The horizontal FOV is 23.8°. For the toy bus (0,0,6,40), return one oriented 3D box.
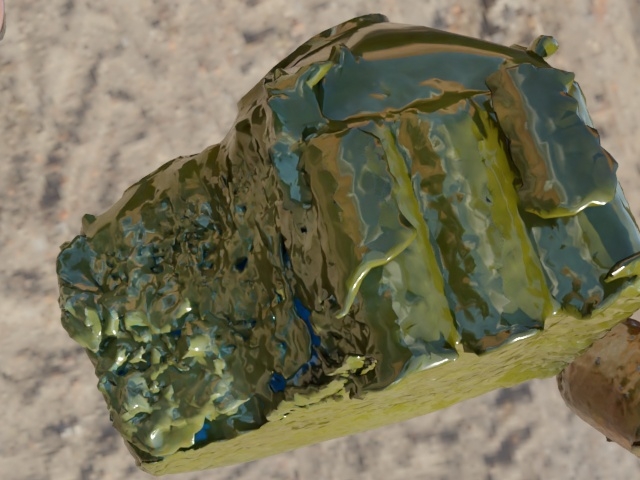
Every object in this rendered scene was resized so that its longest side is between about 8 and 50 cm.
[{"bbox_3d":[-0.257,-0.225,0.834,0.287,0.194,0.232,-56,135,-42],"label":"toy bus"}]

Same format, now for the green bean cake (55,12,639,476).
[{"bbox_3d":[0.000,0.000,0.820,0.310,0.285,0.202,125,-51,-73],"label":"green bean cake"}]

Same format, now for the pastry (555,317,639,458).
[{"bbox_3d":[0.294,0.143,1.282,0.100,0.229,0.218,-57,140,-1],"label":"pastry"}]
